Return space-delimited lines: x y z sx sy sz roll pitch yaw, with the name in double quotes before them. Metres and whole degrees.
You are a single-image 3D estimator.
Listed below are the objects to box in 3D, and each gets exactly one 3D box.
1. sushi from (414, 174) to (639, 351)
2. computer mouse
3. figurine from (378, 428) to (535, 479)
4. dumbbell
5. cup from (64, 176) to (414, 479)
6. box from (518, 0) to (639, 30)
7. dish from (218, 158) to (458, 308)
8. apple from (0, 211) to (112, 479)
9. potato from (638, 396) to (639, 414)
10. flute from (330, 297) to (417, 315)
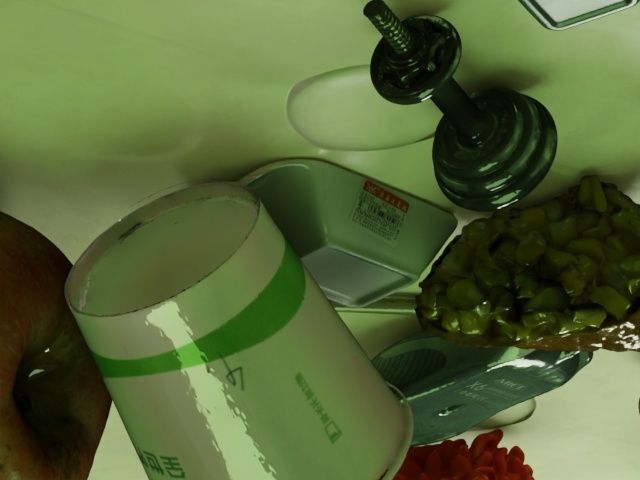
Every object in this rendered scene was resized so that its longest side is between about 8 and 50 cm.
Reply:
"sushi" 0.225 0.029 1.796 0.296 0.166 0.179 5 153 30
"computer mouse" 0.170 0.123 2.064 0.379 0.090 0.167 -23 155 27
"figurine" 0.132 0.393 2.377 0.241 0.306 0.411 38 152 7
"dumbbell" 0.102 -0.113 1.576 0.110 0.110 0.254 -16 145 25
"cup" -0.084 0.109 1.744 0.253 0.253 0.274 -15 120 24
"box" 0.181 -0.202 1.473 0.091 0.031 0.126 -16 149 25
"dish" 0.000 0.000 1.827 0.234 0.064 0.154 22 145 -37
"apple" -0.363 0.124 1.750 0.305 0.338 0.338 -2 155 22
"potato" 0.532 0.184 2.149 0.369 0.176 0.195 -4 -179 12
"flute" 0.065 0.066 2.007 0.233 0.027 0.027 3 153 -9
